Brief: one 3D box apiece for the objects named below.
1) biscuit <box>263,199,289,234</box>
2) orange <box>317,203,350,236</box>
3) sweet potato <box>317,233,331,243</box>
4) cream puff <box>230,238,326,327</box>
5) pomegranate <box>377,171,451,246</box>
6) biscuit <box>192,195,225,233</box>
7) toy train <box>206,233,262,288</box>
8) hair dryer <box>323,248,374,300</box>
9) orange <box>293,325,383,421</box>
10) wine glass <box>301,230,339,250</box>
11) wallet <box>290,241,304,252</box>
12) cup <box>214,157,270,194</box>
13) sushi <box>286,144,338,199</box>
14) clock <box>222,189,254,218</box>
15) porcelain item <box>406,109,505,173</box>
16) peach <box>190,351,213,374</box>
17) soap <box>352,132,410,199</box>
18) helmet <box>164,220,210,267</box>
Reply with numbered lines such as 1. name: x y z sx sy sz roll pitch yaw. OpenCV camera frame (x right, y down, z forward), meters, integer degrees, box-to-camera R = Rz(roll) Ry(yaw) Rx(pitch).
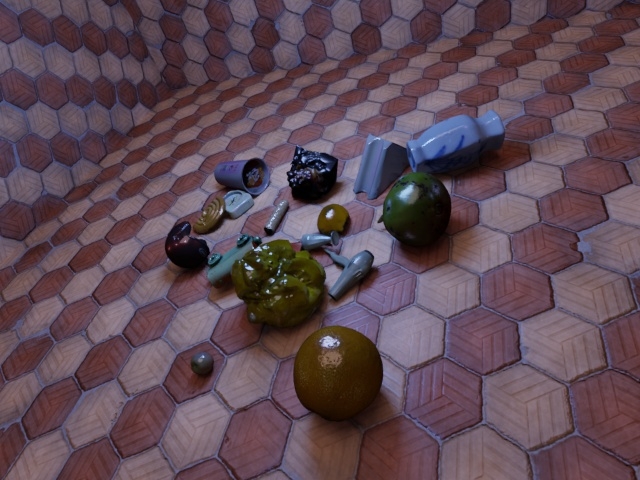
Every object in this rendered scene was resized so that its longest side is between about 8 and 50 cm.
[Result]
1. biscuit: -0.215 -0.118 2.083 0.061 0.055 0.219 -4 43 34
2. orange: 0.053 -0.101 1.922 0.160 0.112 0.170 -27 30 -6
3. sweet potato: 0.015 -0.004 1.885 0.095 0.034 0.034 31 62 30
4. cream puff: -0.172 0.144 1.620 0.378 0.275 0.378 -10 41 9
5. pomegranate: 0.351 -0.135 1.704 0.291 0.291 0.323 -40 44 -20
6. biscuit: -0.561 -0.123 2.197 0.224 0.033 0.144 -51 47 -3
7. toy train: -0.365 0.091 1.838 0.285 0.116 0.177 -33 34 6
8. hair dryer: 0.065 0.131 1.707 0.267 0.092 0.229 2 50 44
9. orange: 0.050 0.391 1.272 0.274 0.274 0.274 -12 42 11
10. wine glass: 0.000 0.000 1.835 0.155 0.073 0.073 -8 42 30
11. wallet: -0.174 0.066 1.876 0.204 0.045 0.142 -5 43 17
12. cup: -0.442 -0.359 2.354 0.288 0.203 0.203 11 50 39
13. sushi: -0.057 -0.306 2.132 0.227 0.215 0.212 22 59 13
14. clock: -0.456 -0.200 2.265 0.151 0.062 0.191 -43 45 -22
15. porcelain item: 0.604 -0.437 1.950 0.405 0.242 0.178 -18 66 6
16. peach: -0.426 0.443 1.552 0.083 0.083 0.083 -12 42 11
17. soap: 0.317 -0.343 2.118 0.159 0.257 0.302 25 102 39
18. helmet: -0.616 0.031 1.987 0.216 0.189 0.193 13 60 27
